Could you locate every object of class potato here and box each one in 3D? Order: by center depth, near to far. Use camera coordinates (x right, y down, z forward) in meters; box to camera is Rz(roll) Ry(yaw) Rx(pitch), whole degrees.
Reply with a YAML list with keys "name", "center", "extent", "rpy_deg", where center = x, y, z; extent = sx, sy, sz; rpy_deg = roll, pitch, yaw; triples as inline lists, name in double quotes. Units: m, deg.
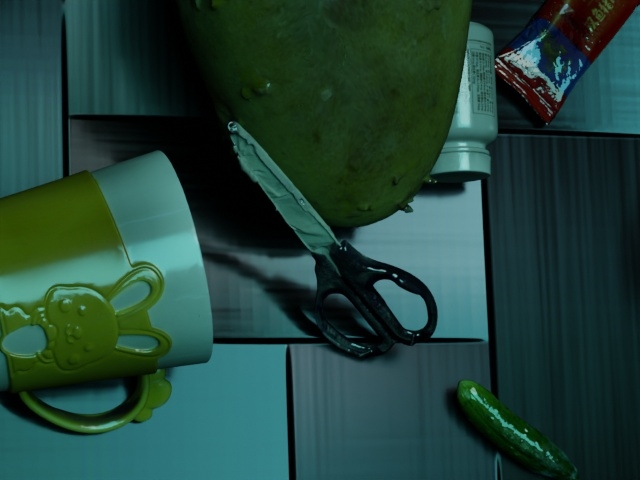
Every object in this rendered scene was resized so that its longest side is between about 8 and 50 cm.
- name: "potato"
  center: [-0.001, -0.189, 1.678]
  extent: [0.270, 0.219, 0.359]
  rpy_deg: [-2, 99, -16]

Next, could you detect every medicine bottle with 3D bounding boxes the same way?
- name: "medicine bottle"
  center: [0.124, -0.127, 1.795]
  extent: [0.079, 0.079, 0.140]
  rpy_deg: [1, 81, -19]

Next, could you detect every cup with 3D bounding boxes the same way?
- name: "cup"
  center: [-0.207, 0.060, 1.619]
  extent: [0.226, 0.185, 0.241]
  rpy_deg: [-12, 116, -15]

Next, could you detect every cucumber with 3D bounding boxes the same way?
- name: "cucumber"
  center: [0.181, 0.182, 1.786]
  extent: [0.155, 0.037, 0.037]
  rpy_deg: [39, 71, -7]

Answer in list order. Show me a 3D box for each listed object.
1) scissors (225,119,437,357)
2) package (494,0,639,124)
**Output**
- name: "scissors"
  center: [0.000, 0.000, 1.668]
  extent: [0.300, 0.109, 0.022]
  rpy_deg: [52, 29, -37]
- name: "package"
  center: [0.247, -0.208, 1.882]
  extent: [0.083, 0.022, 0.200]
  rpy_deg: [43, 69, -8]
